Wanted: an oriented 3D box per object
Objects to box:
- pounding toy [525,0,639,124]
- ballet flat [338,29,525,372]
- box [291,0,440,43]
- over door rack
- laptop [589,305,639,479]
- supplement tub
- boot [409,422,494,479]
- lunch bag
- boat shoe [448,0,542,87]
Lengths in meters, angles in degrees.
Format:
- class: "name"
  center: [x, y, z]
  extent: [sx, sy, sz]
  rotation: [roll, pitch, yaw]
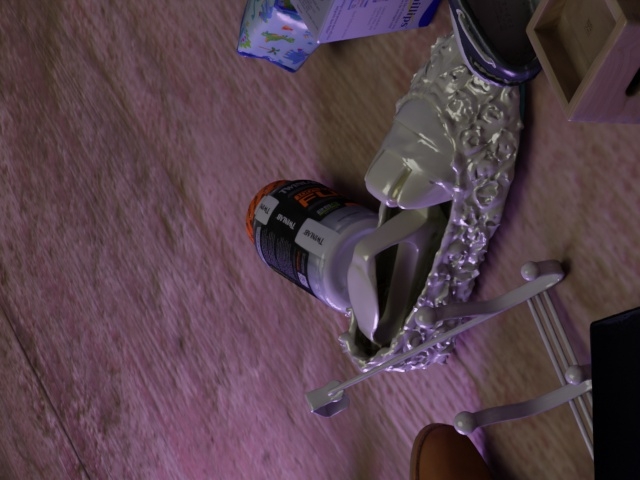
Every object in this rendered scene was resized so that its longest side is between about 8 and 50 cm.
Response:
- class: "pounding toy"
  center: [0.254, -0.173, 1.170]
  extent: [0.141, 0.100, 0.130]
  rotation: [115, 148, -45]
- class: "ballet flat"
  center: [0.101, -0.021, 1.453]
  extent: [0.147, 0.147, 0.408]
  rotation: [47, 139, 42]
- class: "box"
  center: [0.036, -0.270, 1.447]
  extent: [0.126, 0.137, 0.072]
  rotation: [60, 146, 26]
- class: "over door rack"
  center: [0.128, 0.192, 1.391]
  extent: [0.324, 0.108, 0.239]
  rotation: [-34, 64, 31]
- class: "laptop"
  center: [0.363, 0.229, 1.065]
  extent: [0.408, 0.236, 0.381]
  rotation: [-5, 81, 28]
- class: "supplement tub"
  center: [0.000, 0.000, 1.654]
  extent: [0.190, 0.117, 0.117]
  rotation: [30, 128, 52]
- class: "boot"
  center: [0.202, 0.288, 1.446]
  extent: [0.220, 0.109, 0.283]
  rotation: [-41, 55, 50]
- class: "lunch bag"
  center: [-0.023, -0.279, 1.597]
  extent: [0.129, 0.096, 0.151]
  rotation: [144, 138, -59]
- class: "boat shoe"
  center: [0.137, -0.283, 1.276]
  extent: [0.091, 0.114, 0.302]
  rotation: [-133, 20, -85]
